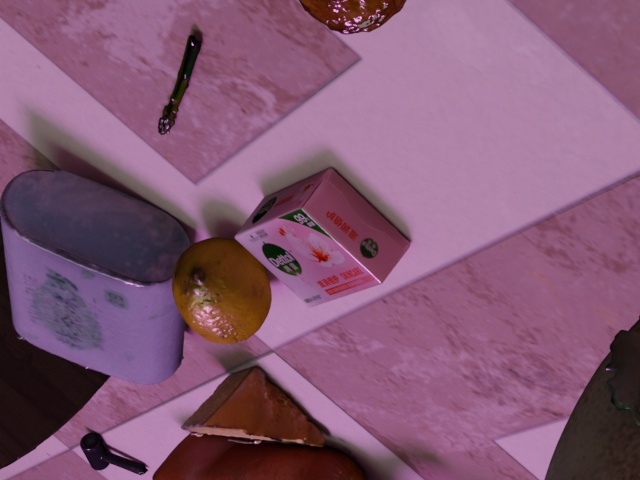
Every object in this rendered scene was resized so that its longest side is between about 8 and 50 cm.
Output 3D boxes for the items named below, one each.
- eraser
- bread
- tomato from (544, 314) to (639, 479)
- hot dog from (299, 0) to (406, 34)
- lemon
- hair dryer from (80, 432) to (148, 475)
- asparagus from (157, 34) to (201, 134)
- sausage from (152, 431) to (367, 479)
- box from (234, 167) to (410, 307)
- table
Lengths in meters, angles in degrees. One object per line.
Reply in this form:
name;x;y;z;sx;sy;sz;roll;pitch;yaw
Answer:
eraser;-0.203;0.037;1.779;0.174;0.081;0.227;20;154;4
bread;-0.065;0.183;1.870;0.109;0.080;0.084;46;156;-15
tomato;0.261;0.158;1.170;0.239;0.303;0.303;26;153;17
hot dog;0.006;-0.181;1.170;0.099;0.065;0.147;21;162;29
lemon;-0.081;0.044;1.653;0.082;0.082;0.111;22;156;28
hair dryer;-0.236;0.253;2.278;0.083;0.026;0.047;19;151;26
asparagus;-0.107;-0.114;1.490;0.013;0.016;0.166;-3;158;-15
sausage;-0.064;0.244;1.967;0.083;0.089;0.300;43;155;-30
box;0.000;0.000;1.514;0.089;0.043;0.125;43;154;-12
table;-0.387;0.132;1.999;0.317;0.317;0.249;36;170;1
